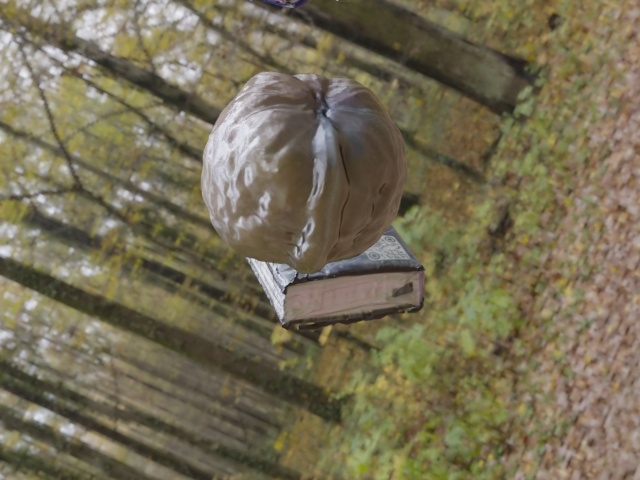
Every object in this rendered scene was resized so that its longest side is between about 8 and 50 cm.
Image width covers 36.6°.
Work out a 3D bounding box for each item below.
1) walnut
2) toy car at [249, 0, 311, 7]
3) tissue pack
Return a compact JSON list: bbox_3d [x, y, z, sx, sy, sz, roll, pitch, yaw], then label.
[{"bbox_3d":[-0.019,-0.078,1.164,0.248,0.248,0.248,24,-90,-90],"label":"walnut"},{"bbox_3d":[-0.059,-0.602,2.004,0.235,0.158,0.172,102,-165,-45],"label":"toy car"},{"bbox_3d":[0.000,0.000,1.702,0.361,0.259,0.122,-126,34,-52],"label":"tissue pack"}]
